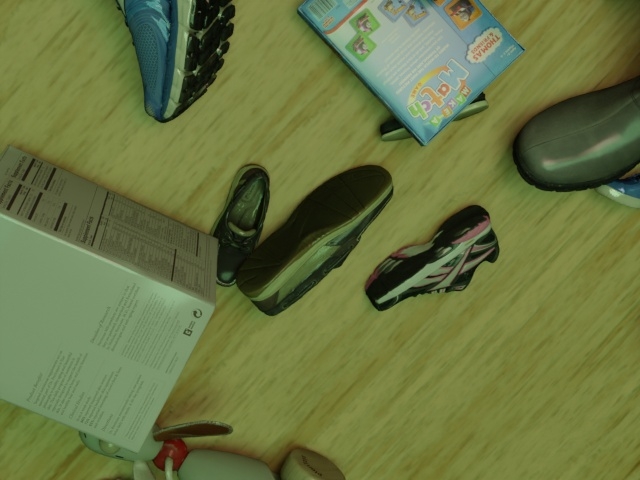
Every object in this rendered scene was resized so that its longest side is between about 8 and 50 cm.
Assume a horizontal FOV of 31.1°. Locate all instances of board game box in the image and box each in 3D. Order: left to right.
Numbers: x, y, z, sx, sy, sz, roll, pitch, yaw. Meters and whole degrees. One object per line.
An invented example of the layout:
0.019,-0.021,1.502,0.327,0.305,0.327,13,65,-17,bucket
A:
0.103,-0.237,1.307,0.160,0.039,0.211,-43,94,-1,board game box

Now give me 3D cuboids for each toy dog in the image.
-0.129,0.306,1.369,0.333,0.161,0.220,8,102,-10,toy dog

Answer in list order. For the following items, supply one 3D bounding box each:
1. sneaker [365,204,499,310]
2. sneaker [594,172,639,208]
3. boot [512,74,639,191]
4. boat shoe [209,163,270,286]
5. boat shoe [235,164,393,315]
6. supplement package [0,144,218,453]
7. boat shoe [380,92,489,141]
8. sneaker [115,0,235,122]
0.143,0.040,1.394,0.178,0.072,0.077,-32,117,6,sneaker
0.411,-0.081,1.405,0.152,0.058,0.085,10,108,-15,sneaker
0.382,-0.181,1.287,0.338,0.223,0.118,-21,68,-10,boot
-0.097,-0.014,1.352,0.056,0.049,0.152,13,102,-12,boat shoe
0.000,0.001,1.362,0.223,0.080,0.073,-41,136,-10,boat shoe
-0.272,0.059,1.256,0.262,0.198,0.199,25,108,-13,supplement package
0.130,-0.152,1.356,0.133,0.049,0.042,-21,83,3,boat shoe
-0.181,-0.287,1.233,0.147,0.130,0.330,10,118,17,sneaker
